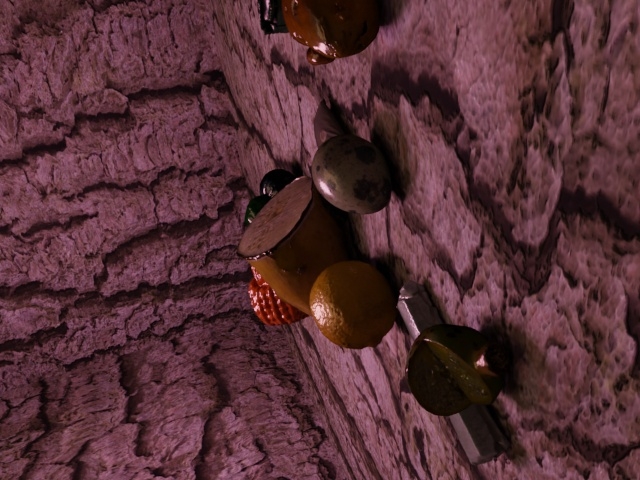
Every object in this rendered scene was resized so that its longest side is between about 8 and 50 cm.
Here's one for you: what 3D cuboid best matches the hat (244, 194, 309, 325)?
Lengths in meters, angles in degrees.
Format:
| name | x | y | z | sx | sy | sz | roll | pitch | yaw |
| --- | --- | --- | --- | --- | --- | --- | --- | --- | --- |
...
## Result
| name | x | y | z | sx | sy | sz | roll | pitch | yaw |
| --- | --- | --- | --- | --- | --- | --- | --- | --- | --- |
| hat | -0.121 | 0.057 | 1.640 | 0.285 | 0.285 | 0.401 | -135 | 27 | -65 |

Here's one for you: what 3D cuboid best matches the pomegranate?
| name | x | y | z | sx | sy | sz | roll | pitch | yaw |
| --- | --- | --- | --- | --- | --- | --- | --- | --- | --- |
| pomegranate | 0.216 | 0.186 | 0.783 | 0.143 | 0.122 | 0.169 | 45 | 125 | 4 |

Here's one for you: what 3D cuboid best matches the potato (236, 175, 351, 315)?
| name | x | y | z | sx | sy | sz | roll | pitch | yaw |
| --- | --- | --- | --- | --- | --- | --- | --- | --- | --- |
| potato | -0.046 | 0.040 | 1.455 | 0.296 | 0.289 | 0.397 | 49 | -169 | -20 |

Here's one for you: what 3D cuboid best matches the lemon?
| name | x | y | z | sx | sy | sz | roll | pitch | yaw |
| --- | --- | --- | --- | --- | --- | --- | --- | --- | --- |
| lemon | 0.073 | 0.144 | 1.157 | 0.192 | 0.192 | 0.231 | 89 | 159 | -48 |

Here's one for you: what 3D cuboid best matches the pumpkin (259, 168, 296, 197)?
| name | x | y | z | sx | sy | sz | roll | pitch | yaw |
| --- | --- | --- | --- | --- | --- | --- | --- | --- | --- |
| pumpkin | -0.127 | -0.152 | 1.770 | 0.202 | 0.140 | 0.202 | 45 | 151 | 34 |

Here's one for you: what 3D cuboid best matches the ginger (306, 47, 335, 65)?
| name | x | y | z | sx | sy | sz | roll | pitch | yaw |
| --- | --- | --- | --- | --- | --- | --- | --- | --- | --- |
| ginger | 0.004 | -0.420 | 1.044 | 0.103 | 0.073 | 0.162 | 110 | 151 | -46 |

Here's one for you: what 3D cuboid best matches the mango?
| name | x | y | z | sx | sy | sz | roll | pitch | yaw |
| --- | --- | --- | --- | --- | --- | --- | --- | --- | --- |
| mango | 0.009 | -0.391 | 0.867 | 0.156 | 0.151 | 0.249 | -51 | 43 | 32 |

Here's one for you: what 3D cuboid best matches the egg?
| name | x | y | z | sx | sy | sz | roll | pitch | yaw |
| --- | --- | --- | --- | --- | --- | --- | --- | --- | --- |
| egg | 0.064 | -0.126 | 0.989 | 0.182 | 0.141 | 0.141 | 47 | 155 | 27 |

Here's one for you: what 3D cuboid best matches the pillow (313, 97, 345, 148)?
| name | x | y | z | sx | sy | sz | roll | pitch | yaw |
| --- | --- | --- | --- | --- | --- | --- | --- | --- | --- |
| pillow | 0.038 | -0.201 | 1.189 | 0.169 | 0.059 | 0.255 | 85 | 163 | -49 |

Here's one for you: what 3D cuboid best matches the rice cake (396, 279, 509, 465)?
| name | x | y | z | sx | sy | sz | roll | pitch | yaw |
| --- | --- | --- | --- | --- | --- | --- | --- | --- | --- |
| rice cake | 0.221 | 0.223 | 0.911 | 0.066 | 0.062 | 0.337 | 99 | 152 | -55 |

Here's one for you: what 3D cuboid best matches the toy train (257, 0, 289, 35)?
| name | x | y | z | sx | sy | sz | roll | pitch | yaw |
| --- | --- | --- | --- | --- | --- | --- | --- | --- | --- |
| toy train | -0.082 | -0.601 | 1.052 | 0.330 | 0.138 | 0.178 | 97 | 158 | -58 |
